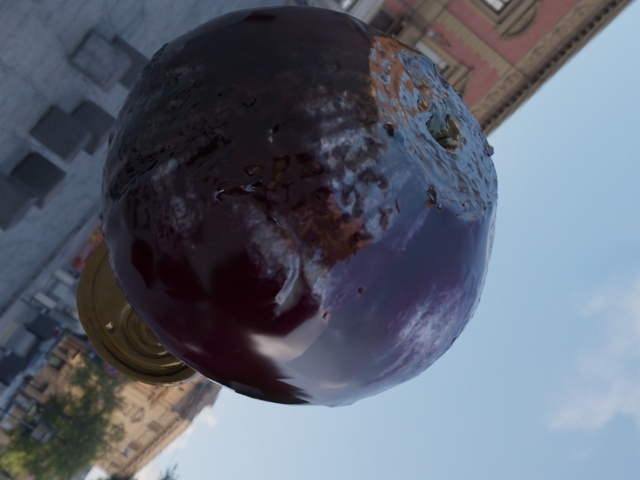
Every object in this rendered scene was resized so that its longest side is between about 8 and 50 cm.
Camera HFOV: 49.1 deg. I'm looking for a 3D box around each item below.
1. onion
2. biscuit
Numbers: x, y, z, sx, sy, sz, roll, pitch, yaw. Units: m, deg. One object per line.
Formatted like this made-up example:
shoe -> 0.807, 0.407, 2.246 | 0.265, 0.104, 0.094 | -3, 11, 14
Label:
onion -> 0.000, 0.000, 0.551 | 0.282, 0.337, 0.260 | -24, -128, 23
biscuit -> -0.118, 0.063, 0.746 | 0.044, 0.289, 0.202 | 70, 33, -73
